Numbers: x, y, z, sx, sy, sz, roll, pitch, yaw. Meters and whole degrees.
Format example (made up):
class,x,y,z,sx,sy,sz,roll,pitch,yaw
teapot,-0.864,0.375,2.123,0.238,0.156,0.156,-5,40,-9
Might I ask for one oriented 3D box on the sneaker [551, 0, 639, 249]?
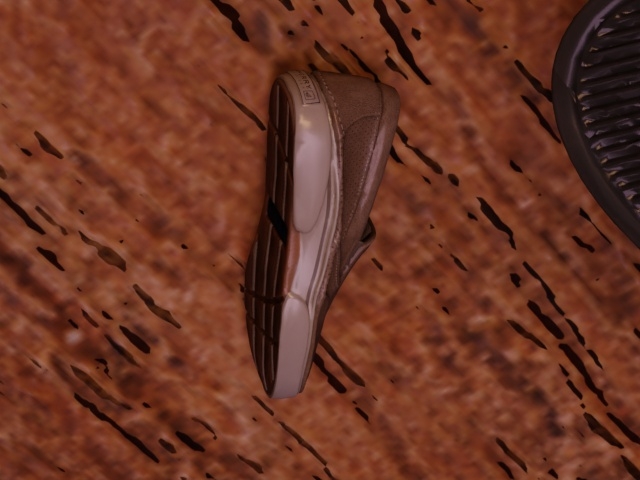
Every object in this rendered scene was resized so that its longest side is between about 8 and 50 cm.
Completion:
class,x,y,z,sx,sy,sz,roll,pitch,yaw
sneaker,0.195,0.021,0.648,0.124,0.178,0.295,-38,93,21

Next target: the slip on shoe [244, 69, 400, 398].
class,x,y,z,sx,sy,sz,roll,pitch,yaw
slip on shoe,0.000,0.000,0.697,0.041,0.051,0.135,-5,122,-18
